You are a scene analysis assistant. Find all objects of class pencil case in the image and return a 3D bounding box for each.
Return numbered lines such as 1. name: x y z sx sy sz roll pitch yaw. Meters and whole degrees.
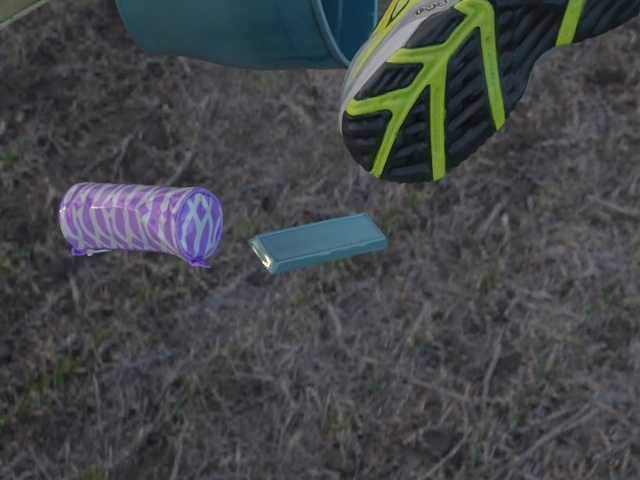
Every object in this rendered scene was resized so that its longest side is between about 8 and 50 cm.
1. pencil case: -0.205 -0.020 1.368 0.206 0.086 0.088 3 81 39

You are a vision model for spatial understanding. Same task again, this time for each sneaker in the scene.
1. sneaker: 0.157 -0.215 0.961 0.385 0.145 0.147 -38 29 11

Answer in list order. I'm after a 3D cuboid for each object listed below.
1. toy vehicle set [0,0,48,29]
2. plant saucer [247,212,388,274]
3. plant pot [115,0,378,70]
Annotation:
1. toy vehicle set: -0.522 -0.353 1.743 0.267 0.166 0.035 -29 53 4
2. plant saucer: 0.000 0.000 1.630 0.192 0.018 0.067 -13 49 -32
3. plant pot: -0.093 -0.315 1.403 0.255 0.271 0.271 -5 45 17
